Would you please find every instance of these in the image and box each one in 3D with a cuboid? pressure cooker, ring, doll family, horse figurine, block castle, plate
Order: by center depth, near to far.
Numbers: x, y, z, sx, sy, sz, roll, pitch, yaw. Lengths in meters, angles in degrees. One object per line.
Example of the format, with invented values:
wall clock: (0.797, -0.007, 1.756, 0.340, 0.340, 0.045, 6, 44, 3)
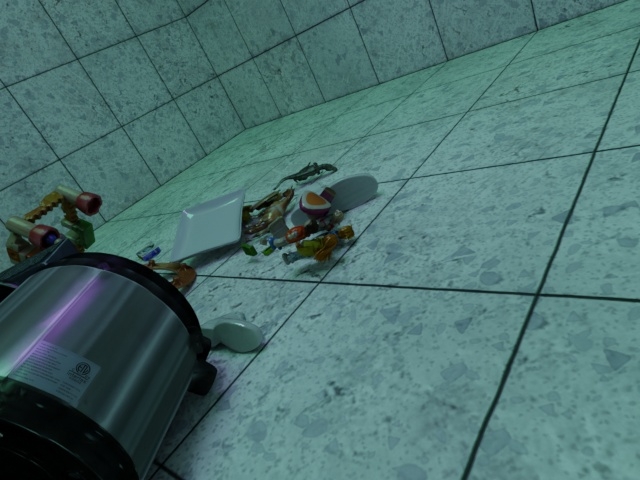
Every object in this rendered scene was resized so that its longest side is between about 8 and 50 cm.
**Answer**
pressure cooker: (-0.412, 0.230, 0.791, 0.375, 0.370, 0.421, -15, 30, 18)
doll family: (0.000, 0.000, 1.161, 0.163, 0.119, 0.263, -23, 2, 28)
ring: (-0.576, 0.118, 1.430, 0.336, 0.032, 0.337, -3, 15, 1)
horse figurine: (-0.181, -0.084, 1.553, 0.174, 0.066, 0.263, -24, 21, 24)
plate: (-0.391, -0.049, 1.583, 0.277, 0.045, 0.278, -18, 43, 13)
block castle: (-0.951, 0.049, 1.669, 0.212, 0.454, 0.303, 23, 42, 6)

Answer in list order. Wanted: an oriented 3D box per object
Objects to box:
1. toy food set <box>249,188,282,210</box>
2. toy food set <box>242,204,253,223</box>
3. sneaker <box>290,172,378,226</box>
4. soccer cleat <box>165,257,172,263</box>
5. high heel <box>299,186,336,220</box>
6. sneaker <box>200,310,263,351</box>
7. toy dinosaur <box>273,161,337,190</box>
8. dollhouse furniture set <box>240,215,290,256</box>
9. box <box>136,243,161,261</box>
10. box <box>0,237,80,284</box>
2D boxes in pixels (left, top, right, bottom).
toy food set: (-0.202, -0.146, 1.696, 0.132, 0.039, 0.192, -34, 6, 7)
toy food set: (-0.355, -0.069, 1.716, 0.217, 0.071, 0.128, -20, 1, 11)
sneaker: (0.039, -0.158, 1.417, 0.292, 0.108, 0.169, -23, 27, 14)
soccer cleat: (-0.543, 0.073, 1.650, 0.029, 0.036, 0.083, -2, 35, 45)
high heel: (-0.026, -0.081, 1.231, 0.117, 0.082, 0.244, -56, 0, 21)
sneaker: (-0.194, 0.194, 1.003, 0.212, 0.080, 0.094, -7, 19, 41)
toy dinosaur: (-0.068, -0.269, 1.788, 0.267, 0.064, 0.118, -21, 14, 2)
dollhouse furniture set: (-0.167, -0.007, 1.367, 0.151, 0.076, 0.058, -40, 27, -25)
box: (-0.746, 0.052, 1.919, 0.081, 0.028, 0.136, -39, 25, -25)
box: (-0.917, 0.230, 1.412, 0.395, 0.294, 0.212, -27, 24, 0)
